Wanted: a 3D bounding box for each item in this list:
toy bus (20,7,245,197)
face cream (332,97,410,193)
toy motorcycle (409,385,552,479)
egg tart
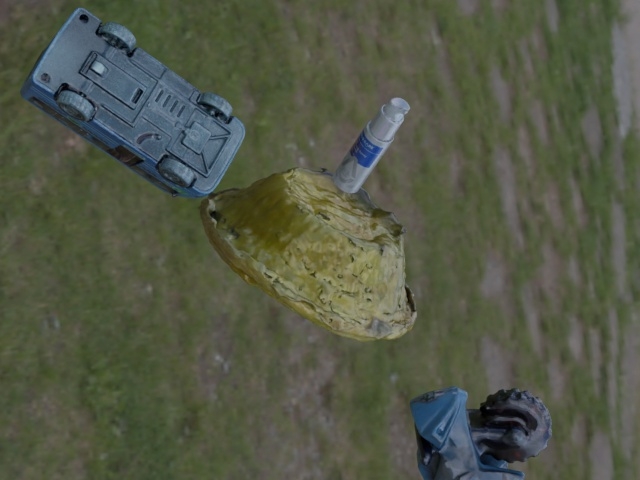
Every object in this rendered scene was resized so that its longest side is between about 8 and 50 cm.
[{"bbox_3d":[-0.220,-0.153,1.328,0.246,0.134,0.113,34,72,-21],"label":"toy bus"},{"bbox_3d":[0.056,-0.104,1.209,0.034,0.130,0.034,18,45,-19],"label":"face cream"},{"bbox_3d":[0.207,0.400,1.881,0.172,0.232,0.416,-84,-161,-68],"label":"toy motorcycle"},{"bbox_3d":[0.000,0.000,1.564,0.345,0.132,0.345,26,22,-11],"label":"egg tart"}]
